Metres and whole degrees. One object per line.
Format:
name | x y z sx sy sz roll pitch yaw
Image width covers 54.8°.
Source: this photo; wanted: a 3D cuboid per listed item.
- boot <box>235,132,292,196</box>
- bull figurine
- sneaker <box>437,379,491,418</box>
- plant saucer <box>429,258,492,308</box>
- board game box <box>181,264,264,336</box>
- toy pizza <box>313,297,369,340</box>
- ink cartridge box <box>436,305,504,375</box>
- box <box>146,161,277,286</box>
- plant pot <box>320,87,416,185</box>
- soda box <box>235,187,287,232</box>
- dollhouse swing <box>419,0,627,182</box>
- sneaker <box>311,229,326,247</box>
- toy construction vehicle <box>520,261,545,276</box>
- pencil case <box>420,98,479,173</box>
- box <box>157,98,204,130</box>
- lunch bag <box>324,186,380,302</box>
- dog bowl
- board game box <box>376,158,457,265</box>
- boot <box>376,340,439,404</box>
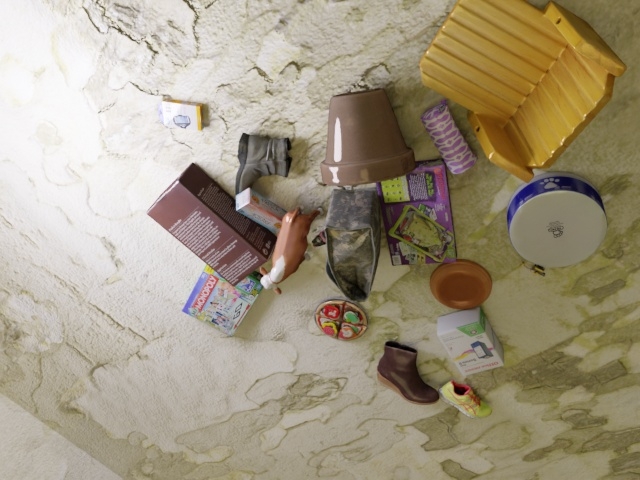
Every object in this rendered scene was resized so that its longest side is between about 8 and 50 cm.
boot | -0.173 -0.209 1.885 0.161 0.083 0.247 10 128 0
bull figurine | -0.092 0.024 1.939 0.101 0.188 0.310 30 123 12
sneaker | 0.539 0.578 2.253 0.208 0.081 0.094 25 124 -3
plant saucer | 0.454 0.151 2.001 0.199 0.037 0.200 6 125 9
board game box | -0.351 0.196 2.232 0.213 0.046 0.317 28 126 -7
toy pizza | 0.072 0.287 2.196 0.201 0.032 0.201 7 125 10
ink cartridge box | 0.509 0.342 2.087 0.154 0.093 0.212 -21 119 26
box | -0.348 -0.046 2.005 0.381 0.143 0.191 42 124 -18
plant pot | 0.117 -0.286 1.671 0.262 0.263 0.229 -4 107 17
soda box | -0.181 -0.092 1.931 0.063 0.058 0.183 -27 141 28
dollhouse swing | 0.449 -0.391 1.480 0.304 0.315 0.347 16 130 -23
sneaker | 0.000 0.000 1.964 0.057 0.119 0.047 -39 81 8
toy construction vehicle | 0.675 0.070 1.888 0.098 0.035 0.086 26 126 -5
pencil case | 0.355 -0.282 1.698 0.086 0.088 0.206 12 141 58
box | -0.420 -0.379 1.857 0.136 0.028 0.081 11 126 9
lunch bag | 0.102 0.017 1.871 0.168 0.235 0.287 -1 124 10
dog bowl | 0.669 -0.056 1.758 0.264 0.104 0.265 7 126 10
board game box | 0.294 -0.077 1.877 0.208 0.056 0.347 -1 124 20
boot | 0.326 0.479 2.222 0.248 0.090 0.207 18 128 12
